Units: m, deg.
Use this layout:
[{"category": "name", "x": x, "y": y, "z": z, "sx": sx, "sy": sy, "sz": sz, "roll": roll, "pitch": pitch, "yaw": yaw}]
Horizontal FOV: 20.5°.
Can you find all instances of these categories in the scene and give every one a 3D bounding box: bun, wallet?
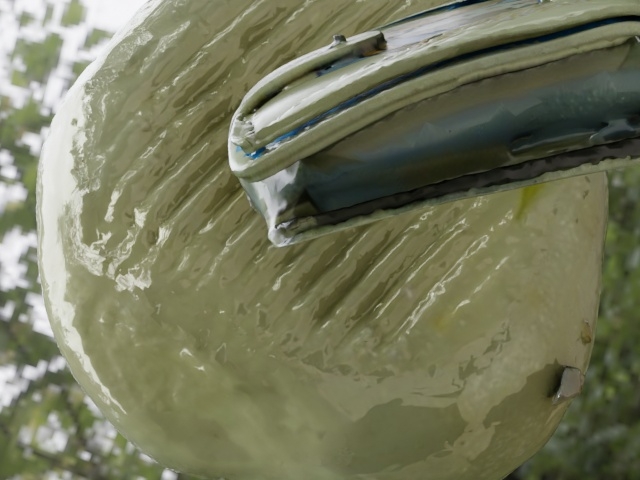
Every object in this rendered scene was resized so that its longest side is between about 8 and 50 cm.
[{"category": "bun", "x": 0.000, "y": 0.000, "z": 0.763, "sx": 0.160, "sy": 0.259, "sz": 0.259, "roll": 108, "pitch": -173, "yaw": -68}, {"category": "wallet", "x": 0.032, "y": -0.038, "z": 0.436, "sx": 0.155, "sy": 0.110, "sz": 0.039, "roll": -84, "pitch": -21, "yaw": -80}]
